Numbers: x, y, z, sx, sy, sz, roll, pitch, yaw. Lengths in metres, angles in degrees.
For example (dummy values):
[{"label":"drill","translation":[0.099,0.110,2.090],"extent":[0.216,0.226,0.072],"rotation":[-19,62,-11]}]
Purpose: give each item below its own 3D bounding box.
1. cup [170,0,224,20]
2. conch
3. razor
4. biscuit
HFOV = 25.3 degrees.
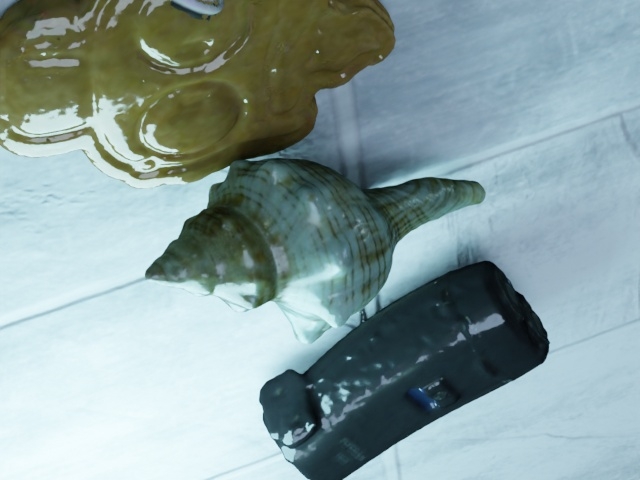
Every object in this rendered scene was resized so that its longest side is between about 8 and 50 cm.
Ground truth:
[{"label":"cup","translation":[-0.082,-0.323,0.930],"extent":[0.274,0.253,0.253],"rotation":[-47,136,13]},{"label":"conch","translation":[0.000,0.014,1.367],"extent":[0.386,0.170,0.203],"rotation":[5,169,-37]},{"label":"razor","translation":[0.093,0.153,1.622],"extent":[0.326,0.107,0.189],"rotation":[-33,140,9]},{"label":"biscuit","translation":[-0.106,-0.151,1.240],"extent":[0.375,0.051,0.269],"rotation":[-12,139,-17]}]
